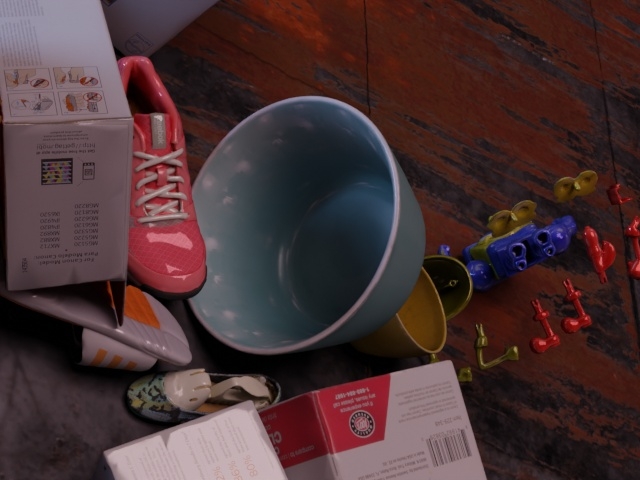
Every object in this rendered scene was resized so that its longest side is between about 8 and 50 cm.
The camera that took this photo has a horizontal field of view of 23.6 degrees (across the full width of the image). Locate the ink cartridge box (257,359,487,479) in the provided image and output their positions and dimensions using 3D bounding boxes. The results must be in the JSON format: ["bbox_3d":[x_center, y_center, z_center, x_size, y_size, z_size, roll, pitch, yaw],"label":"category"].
[{"bbox_3d":[0.073,0.303,1.662,0.226,0.131,0.306,-6,78,-44],"label":"ink cartridge box"}]

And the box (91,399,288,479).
[{"bbox_3d":[-0.129,0.260,1.570,0.170,0.091,0.130,-17,69,-24],"label":"box"}]

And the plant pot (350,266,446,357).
[{"bbox_3d":[0.082,0.094,1.914,0.134,0.095,0.134,40,36,-39],"label":"plant pot"}]

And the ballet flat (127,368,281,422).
[{"bbox_3d":[-0.124,0.168,1.711,0.188,0.070,0.070,6,55,-38],"label":"ballet flat"}]

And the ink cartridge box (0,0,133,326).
[{"bbox_3d":[-0.286,-0.096,1.623,0.130,0.272,0.309,-4,37,-15],"label":"ink cartridge box"}]

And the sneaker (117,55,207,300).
[{"bbox_3d":[-0.204,-0.079,1.773,0.116,0.136,0.314,-7,60,-25],"label":"sneaker"}]

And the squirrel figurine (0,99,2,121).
[{"bbox_3d":[-0.417,-0.170,1.475,0.281,0.397,0.370,16,58,-25],"label":"squirrel figurine"}]

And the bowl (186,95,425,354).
[{"bbox_3d":[0.000,0.000,1.814,0.163,0.311,0.311,25,41,-52],"label":"bowl"}]

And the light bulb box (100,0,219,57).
[{"bbox_3d":[-0.161,-0.482,1.955,0.225,0.361,0.358,40,40,-25],"label":"light bulb box"}]

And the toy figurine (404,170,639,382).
[{"bbox_3d":[0.251,0.054,2.088,0.362,0.217,0.191,-28,93,-5],"label":"toy figurine"}]

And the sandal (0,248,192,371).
[{"bbox_3d":[-0.262,0.085,1.650,0.265,0.076,0.102,24,26,-31],"label":"sandal"}]
